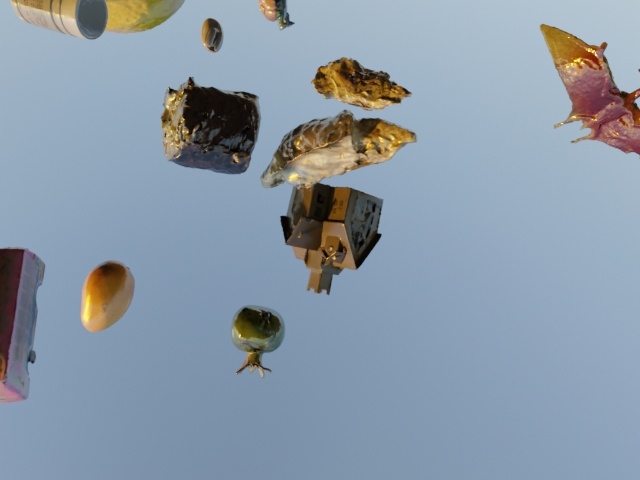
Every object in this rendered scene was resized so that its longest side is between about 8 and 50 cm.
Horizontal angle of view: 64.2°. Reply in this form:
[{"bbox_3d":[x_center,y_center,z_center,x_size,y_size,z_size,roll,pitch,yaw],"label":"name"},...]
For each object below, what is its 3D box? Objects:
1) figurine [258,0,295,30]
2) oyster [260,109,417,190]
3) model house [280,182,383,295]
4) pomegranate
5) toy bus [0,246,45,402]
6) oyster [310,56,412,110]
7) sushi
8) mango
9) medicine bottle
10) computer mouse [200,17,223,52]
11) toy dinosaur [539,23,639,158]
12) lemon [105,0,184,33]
[{"bbox_3d":[-0.102,-0.591,1.188,0.144,0.178,0.114,-26,-162,8],"label":"figurine"},{"bbox_3d":[0.018,-0.187,1.010,0.341,0.110,0.166,0,-133,43],"label":"oyster"},{"bbox_3d":[0.000,0.000,1.168,0.211,0.204,0.243,9,-93,48],"label":"model house"},{"bbox_3d":[-0.176,0.273,1.382,0.152,0.131,0.191,15,-100,-16],"label":"pomegranate"},{"bbox_3d":[-0.581,0.152,0.942,0.090,0.112,0.274,-2,-115,-13],"label":"toy bus"},{"bbox_3d":[0.073,-0.264,0.852,0.165,0.053,0.108,22,-136,6],"label":"oyster"},{"bbox_3d":[-0.374,-0.377,1.742,0.294,0.281,0.299,9,-115,-36],"label":"sushi"},{"bbox_3d":[-0.625,0.165,1.489,0.112,0.145,0.219,24,-86,46],"label":"mango"},{"bbox_3d":[-0.306,-0.275,0.600,0.091,0.058,0.058,19,-127,11],"label":"medicine bottle"},{"bbox_3d":[-0.292,-0.563,1.392,0.039,0.066,0.096,-17,-114,39],"label":"computer mouse"},{"bbox_3d":[0.524,-0.263,0.928,0.327,0.207,0.113,22,-127,7],"label":"toy dinosaur"},{"bbox_3d":[-0.380,-0.566,0.963,0.336,0.336,0.336,1,-128,-1],"label":"lemon"}]
